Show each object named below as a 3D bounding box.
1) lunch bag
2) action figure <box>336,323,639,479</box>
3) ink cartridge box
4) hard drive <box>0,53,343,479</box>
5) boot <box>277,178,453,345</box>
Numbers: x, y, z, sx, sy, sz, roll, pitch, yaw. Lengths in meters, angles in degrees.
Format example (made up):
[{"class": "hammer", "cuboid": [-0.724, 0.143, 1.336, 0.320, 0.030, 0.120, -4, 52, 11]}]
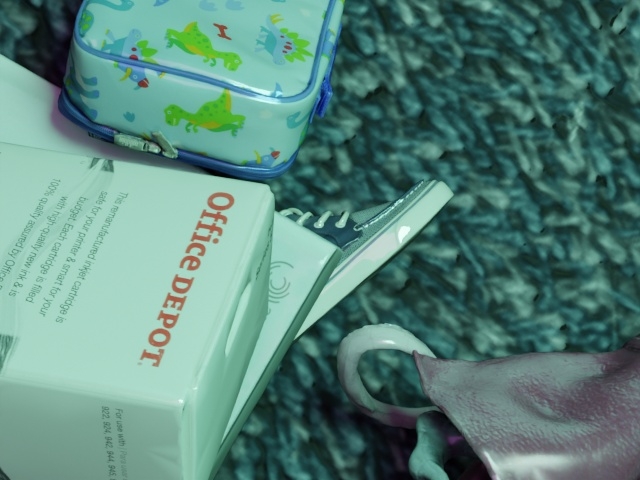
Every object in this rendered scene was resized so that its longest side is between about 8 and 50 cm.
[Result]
[{"class": "lunch bag", "cuboid": [-0.074, -0.142, 1.046, 0.176, 0.090, 0.219, 15, 42, -3]}, {"class": "action figure", "cuboid": [0.243, 0.103, 1.028, 0.370, 0.248, 0.276, -38, 54, -9]}, {"class": "ink cartridge box", "cuboid": [-0.180, 0.044, 0.904, 0.273, 0.114, 0.198, 10, 41, 8]}, {"class": "hard drive", "cuboid": [-0.195, 0.020, 1.039, 0.353, 0.047, 0.233, 30, 88, 9]}, {"class": "boot", "cuboid": [0.000, 0.000, 1.071, 0.190, 0.069, 0.086, -40, 85, -9]}]
